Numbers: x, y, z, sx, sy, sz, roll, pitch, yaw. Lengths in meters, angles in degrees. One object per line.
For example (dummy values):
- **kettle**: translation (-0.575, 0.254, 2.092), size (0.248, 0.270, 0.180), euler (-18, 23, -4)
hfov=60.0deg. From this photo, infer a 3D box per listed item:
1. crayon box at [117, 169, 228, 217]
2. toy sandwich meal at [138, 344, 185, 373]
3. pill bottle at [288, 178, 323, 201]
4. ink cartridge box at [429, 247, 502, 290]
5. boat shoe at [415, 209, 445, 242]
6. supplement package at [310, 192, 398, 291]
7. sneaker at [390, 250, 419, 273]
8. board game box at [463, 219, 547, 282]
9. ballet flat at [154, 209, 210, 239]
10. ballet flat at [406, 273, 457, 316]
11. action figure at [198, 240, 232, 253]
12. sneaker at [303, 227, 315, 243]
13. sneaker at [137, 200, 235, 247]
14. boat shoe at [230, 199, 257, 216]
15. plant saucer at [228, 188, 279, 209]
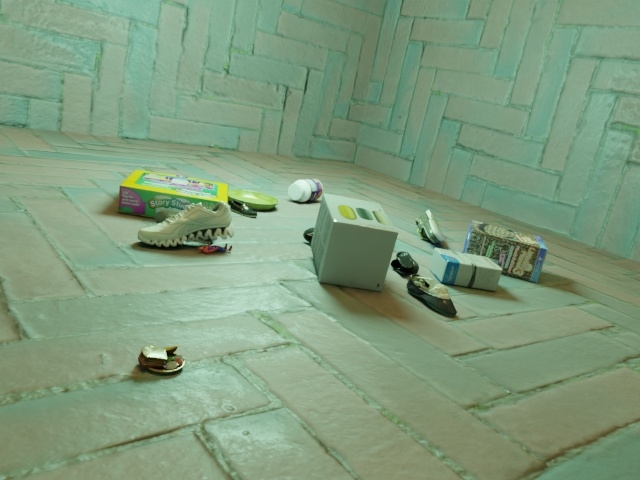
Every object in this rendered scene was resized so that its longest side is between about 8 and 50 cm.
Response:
- **crayon box**: translation (-0.525, -0.158, 2.035), size (0.362, 0.106, 0.313), euler (9, 16, -11)
- **toy sandwich meal**: translation (-0.287, 0.212, 1.006), size (0.085, 0.029, 0.085), euler (11, 15, -3)
- **pill bottle**: translation (-0.076, -0.242, 2.690), size (0.108, 0.108, 0.193), euler (19, 17, 24)
- **ink cartridge box**: translation (0.500, 0.100, 1.922), size (0.202, 0.086, 0.148), euler (10, 15, -9)
- **boat shoe**: translation (0.476, -0.047, 2.438), size (0.109, 0.091, 0.305), euler (53, 15, -12)
- **supplement package**: translation (0.096, 0.000, 1.711), size (0.199, 0.198, 0.263), euler (10, 21, -11)
- **sneaker**: translation (0.278, 0.074, 1.910), size (0.089, 0.051, 0.170), euler (11, 18, -23)
- **board game box**: translation (0.730, 0.038, 2.222), size (0.290, 0.141, 0.232), euler (15, 15, 11)
- **ballet flat**: translation (-0.437, -0.051, 1.782), size (0.213, 0.072, 0.068), euler (11, 26, 1)
- **ballet flat**: translation (0.327, 0.152, 1.631), size (0.074, 0.074, 0.203), euler (2, 18, -32)
- **action figure**: translation (-0.323, 0.022, 1.683), size (0.038, 0.030, 0.115), euler (28, 24, 35)
- **sneaker**: translation (0.000, 0.000, 1.934), size (0.078, 0.067, 0.188), euler (7, 18, -43)
- **sneaker**: translation (-0.404, -0.052, 1.669), size (0.291, 0.119, 0.110), euler (-10, 21, -28)
- **boat shoe**: translation (-0.306, -0.126, 2.214), size (0.132, 0.042, 0.048), euler (22, 16, 28)
- **plant saucer**: translation (-0.300, -0.174, 2.400), size (0.240, 0.037, 0.241), euler (11, 16, -3)
